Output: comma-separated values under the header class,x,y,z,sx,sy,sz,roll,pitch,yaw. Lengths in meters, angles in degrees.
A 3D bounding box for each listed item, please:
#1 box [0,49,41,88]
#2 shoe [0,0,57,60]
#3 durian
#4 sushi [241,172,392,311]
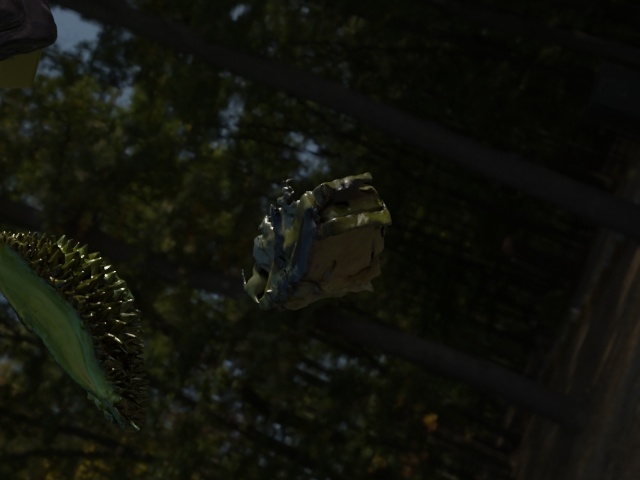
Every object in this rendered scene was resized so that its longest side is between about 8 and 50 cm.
class,x,y,z,sx,sy,sz,roll,pitch,yaw
box,-0.349,-0.165,0.773,0.260,0.175,0.062,-17,-51,-61
shoe,-0.203,-0.165,0.580,0.245,0.095,0.137,-159,59,-80
durian,-0.209,0.073,0.974,0.095,0.220,0.137,-33,-5,-10
sushi,0.002,0.007,1.268,0.139,0.131,0.291,-12,-21,-23
